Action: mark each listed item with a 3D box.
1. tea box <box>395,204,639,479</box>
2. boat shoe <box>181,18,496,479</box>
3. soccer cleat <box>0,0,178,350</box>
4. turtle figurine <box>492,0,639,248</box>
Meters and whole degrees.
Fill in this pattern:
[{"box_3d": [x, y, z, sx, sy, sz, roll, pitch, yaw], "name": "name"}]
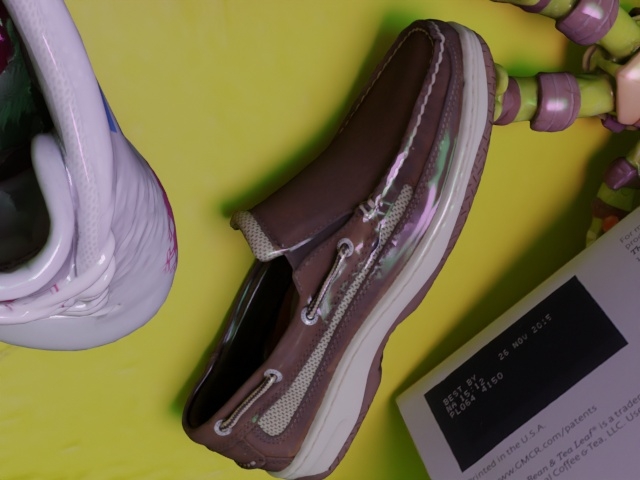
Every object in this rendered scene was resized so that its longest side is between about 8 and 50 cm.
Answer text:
[{"box_3d": [0.283, 0.139, 0.647, 0.329, 0.220, 0.323, -40, 125, 11], "name": "tea box"}, {"box_3d": [0.003, 0.002, 0.574, 0.095, 0.095, 0.257, 18, 97, -27], "name": "boat shoe"}, {"box_3d": [-0.117, -0.010, 0.401, 0.116, 0.143, 0.331, -26, 150, -5], "name": "soccer cleat"}, {"box_3d": [0.186, -0.106, 0.639, 0.217, 0.087, 0.269, 11, 120, -27], "name": "turtle figurine"}]
